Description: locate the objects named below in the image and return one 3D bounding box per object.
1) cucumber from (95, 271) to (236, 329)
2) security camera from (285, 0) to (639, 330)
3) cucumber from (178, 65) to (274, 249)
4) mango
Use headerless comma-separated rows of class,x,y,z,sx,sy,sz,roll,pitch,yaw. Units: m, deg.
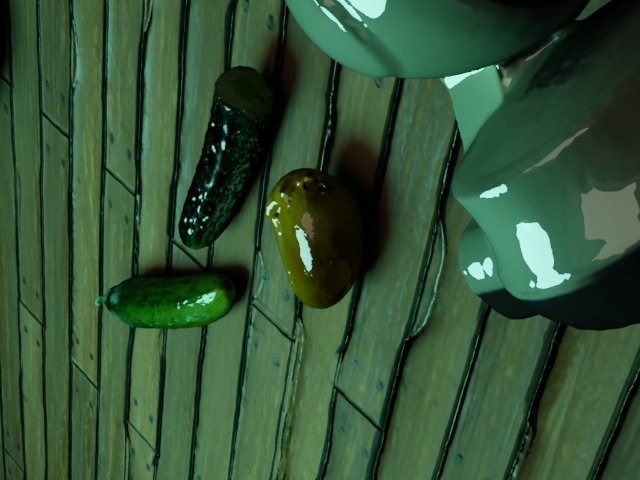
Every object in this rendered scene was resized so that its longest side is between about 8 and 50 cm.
cucumber,-0.153,0.060,1.213,0.250,0.056,0.056,-5,106,52
security camera,0.097,-0.112,0.586,0.277,0.197,0.191,46,158,-8
cucumber,-0.084,-0.058,1.045,0.052,0.058,0.214,46,144,17
mango,0.000,0.000,0.963,0.077,0.063,0.127,24,133,39
